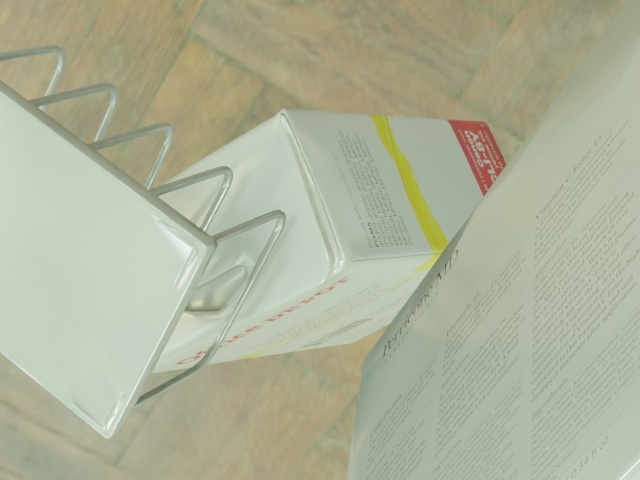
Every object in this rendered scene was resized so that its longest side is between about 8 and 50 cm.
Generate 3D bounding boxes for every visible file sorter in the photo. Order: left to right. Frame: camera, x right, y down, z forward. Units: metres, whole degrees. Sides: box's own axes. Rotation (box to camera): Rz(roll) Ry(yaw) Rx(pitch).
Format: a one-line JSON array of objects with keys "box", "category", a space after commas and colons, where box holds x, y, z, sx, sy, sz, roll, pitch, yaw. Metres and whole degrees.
[{"box": [-0.195, -0.014, 1.204, 0.278, 0.173, 0.192, 36, 116, 16], "category": "file sorter"}]

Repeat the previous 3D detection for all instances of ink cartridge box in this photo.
[{"box": [0.000, 0.000, 1.448, 0.279, 0.385, 0.160, -29, 77, 32], "category": "ink cartridge box"}]

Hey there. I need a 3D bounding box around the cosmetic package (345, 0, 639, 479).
[{"box": [0.126, 0.044, 0.599, 0.097, 0.284, 0.377, 24, 127, -12], "category": "cosmetic package"}]
